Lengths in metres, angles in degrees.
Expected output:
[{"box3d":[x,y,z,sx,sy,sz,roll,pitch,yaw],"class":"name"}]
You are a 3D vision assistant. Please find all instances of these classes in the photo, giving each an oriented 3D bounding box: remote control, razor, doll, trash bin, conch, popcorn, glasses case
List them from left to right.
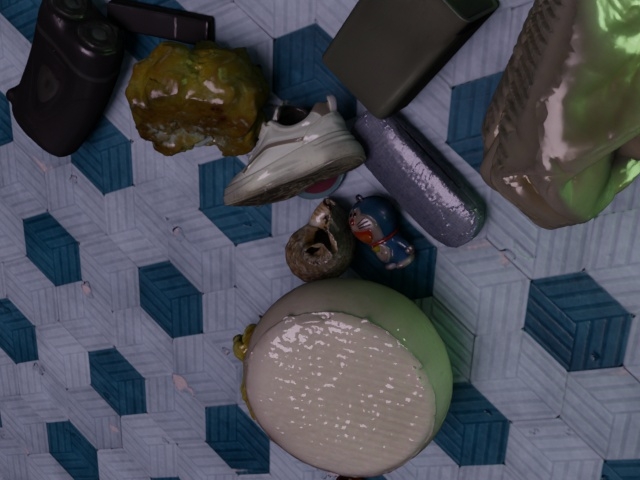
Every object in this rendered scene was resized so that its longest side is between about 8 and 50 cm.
[{"box3d":[-0.508,-0.331,2.008,0.204,0.113,0.349,48,136,9],"class":"razor"},{"box3d":[-0.302,-0.409,1.892,0.245,0.025,0.063,16,116,27],"class":"remote control"},{"box3d":[-0.081,0.253,1.987,0.168,0.173,0.195,-15,75,2],"class":"popcorn"},{"box3d":[0.000,0.000,1.808,0.130,0.207,0.155,-5,87,-3],"class":"conch"},{"box3d":[0.104,-0.018,1.768,0.114,0.085,0.152,-8,119,56],"class":"doll"},{"box3d":[0.130,-0.330,1.577,0.164,0.122,0.240,48,132,6],"class":"trash bin"},{"box3d":[0.161,-0.106,1.695,0.282,0.067,0.109,46,137,6],"class":"glasses case"}]

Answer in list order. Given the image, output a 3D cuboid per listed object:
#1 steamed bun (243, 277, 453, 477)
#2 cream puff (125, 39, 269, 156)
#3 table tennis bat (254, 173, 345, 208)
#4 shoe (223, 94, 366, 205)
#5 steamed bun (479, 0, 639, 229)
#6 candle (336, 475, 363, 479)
[{"box3d":[0.056,0.230,1.809,0.374,0.241,0.374,6,114,14],"class":"steamed bun"},{"box3d":[-0.216,-0.265,1.817,0.282,0.185,0.282,5,154,2],"class":"cream puff"},{"box3d":[-0.050,-0.130,1.851,0.244,0.040,0.153,-33,89,36],"class":"table tennis bat"},{"box3d":[-0.064,-0.163,1.761,0.316,0.124,0.159,-16,83,38],"class":"shoe"},{"box3d":[0.380,-0.196,1.361,0.255,0.342,0.368,16,117,-1],"class":"steamed bun"},{"box3d":[0.106,0.528,2.062,0.162,0.048,0.053,41,163,11],"class":"candle"}]
